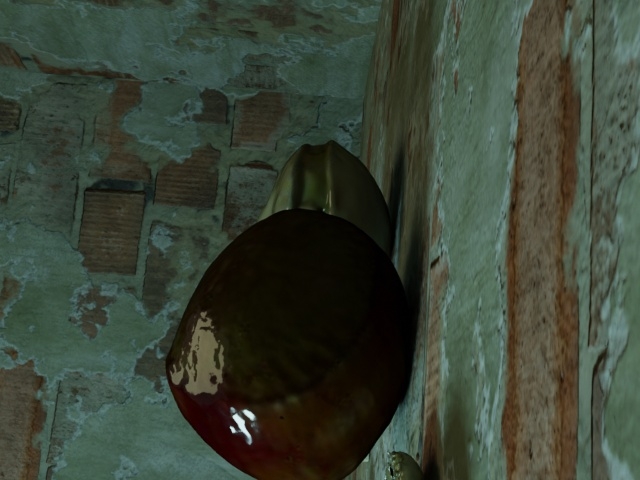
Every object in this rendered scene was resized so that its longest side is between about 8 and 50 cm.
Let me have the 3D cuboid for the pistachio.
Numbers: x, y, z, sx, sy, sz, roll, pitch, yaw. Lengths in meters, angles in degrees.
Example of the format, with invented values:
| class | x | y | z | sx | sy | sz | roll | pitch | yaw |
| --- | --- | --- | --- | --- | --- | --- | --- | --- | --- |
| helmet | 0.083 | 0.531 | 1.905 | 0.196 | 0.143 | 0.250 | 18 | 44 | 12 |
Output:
| class | x | y | z | sx | sy | sz | roll | pitch | yaw |
| --- | --- | --- | --- | --- | --- | --- | --- | --- | --- |
| pistachio | 0.000 | 0.000 | 2.022 | 0.445 | 0.281 | 0.365 | 86 | -176 | -66 |

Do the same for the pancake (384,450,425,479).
| class | x | y | z | sx | sy | sz | roll | pitch | yaw |
| --- | --- | --- | --- | --- | --- | --- | --- | --- | --- |
| pancake | 0.096 | 0.383 | 1.189 | 0.282 | 0.049 | 0.282 | -176 | 90 | -90 |

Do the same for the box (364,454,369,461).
| class | x | y | z | sx | sy | sz | roll | pitch | yaw |
| --- | --- | --- | --- | --- | --- | --- | --- | --- | --- |
| box | 0.060 | 0.391 | 2.249 | 0.212 | 0.095 | 0.168 | 104 | 170 | -81 |

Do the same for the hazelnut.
| class | x | y | z | sx | sy | sz | roll | pitch | yaw |
| --- | --- | --- | --- | --- | --- | --- | --- | --- | --- |
| hazelnut | -0.027 | 0.173 | 1.570 | 0.421 | 0.353 | 0.421 | 42 | -142 | -45 |
